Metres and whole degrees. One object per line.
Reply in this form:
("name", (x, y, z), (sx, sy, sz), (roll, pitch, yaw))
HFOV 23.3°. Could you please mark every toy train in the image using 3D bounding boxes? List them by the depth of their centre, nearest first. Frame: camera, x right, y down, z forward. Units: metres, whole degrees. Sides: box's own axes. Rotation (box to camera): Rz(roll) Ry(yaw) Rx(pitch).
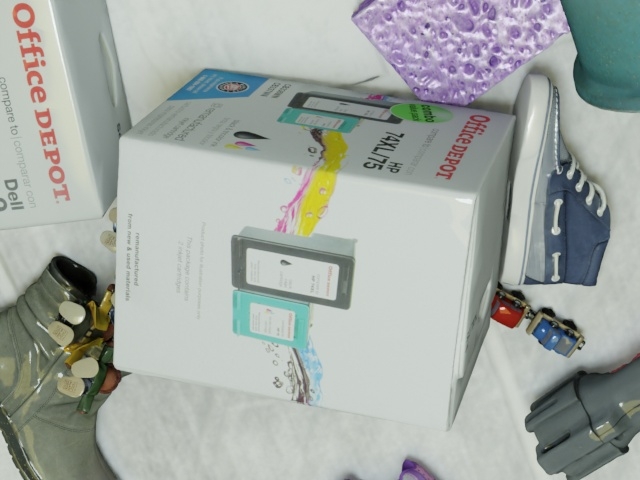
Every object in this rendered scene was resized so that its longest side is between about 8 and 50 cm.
("toy train", (0.159, 0.056, 1.334), (0.158, 0.036, 0.027), (29, 114, -6))

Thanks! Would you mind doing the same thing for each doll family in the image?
("doll family", (-0.174, 0.049, 1.306), (0.076, 0.111, 0.193), (33, 91, 11))

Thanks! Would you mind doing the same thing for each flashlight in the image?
("flashlight", (0.314, 0.090, 1.303), (0.304, 0.103, 0.103), (-37, 139, 24))

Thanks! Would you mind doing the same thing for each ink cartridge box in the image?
("ink cartridge box", (0.000, 0.000, 1.220), (0.270, 0.198, 0.197), (10, 114, 12))
("ink cartridge box", (-0.317, -0.118, 1.269), (0.289, 0.121, 0.211), (-6, 112, 10))

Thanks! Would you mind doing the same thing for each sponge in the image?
("sponge", (0.141, -0.195, 1.228), (0.210, 0.031, 0.117), (-35, 105, 19))

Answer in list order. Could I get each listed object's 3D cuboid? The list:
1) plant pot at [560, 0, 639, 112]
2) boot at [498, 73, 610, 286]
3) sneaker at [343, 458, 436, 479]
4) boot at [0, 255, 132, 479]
("plant pot", (0.253, -0.310, 0.990), (0.341, 0.341, 0.334), (-23, 110, 16))
("boot", (0.197, -0.048, 1.274), (0.086, 0.069, 0.190), (2, 122, -2))
("sneaker", (0.023, 0.275, 1.424), (0.236, 0.095, 0.105), (-28, 101, 12))
("boot", (-0.211, 0.145, 1.399), (0.161, 0.083, 0.246), (-33, 107, 13))
